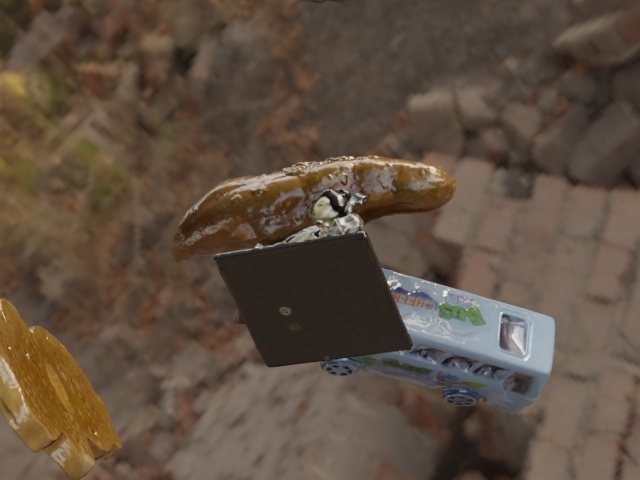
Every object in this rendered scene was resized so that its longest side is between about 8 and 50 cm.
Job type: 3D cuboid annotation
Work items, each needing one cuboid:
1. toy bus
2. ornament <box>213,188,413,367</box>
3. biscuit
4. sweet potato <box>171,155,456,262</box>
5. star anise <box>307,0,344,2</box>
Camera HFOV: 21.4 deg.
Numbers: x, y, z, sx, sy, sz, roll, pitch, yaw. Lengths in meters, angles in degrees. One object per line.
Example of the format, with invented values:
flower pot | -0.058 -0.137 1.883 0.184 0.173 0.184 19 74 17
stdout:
toy bus | 0.110 0.102 1.910 0.136 0.329 0.109 136 145 -58
ornament | 0.000 0.000 1.663 0.166 0.153 0.196 -9 39 17
biscuit | -0.189 0.099 1.145 0.027 0.133 0.184 -33 -1 4
sweet potato | -0.028 -0.038 1.873 0.354 0.106 0.095 -14 58 19
star anise | -0.024 -0.189 0.966 0.063 0.172 0.208 -47 -15 25
